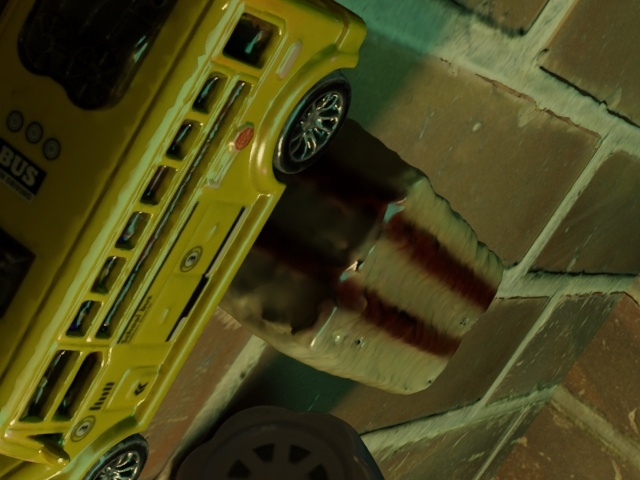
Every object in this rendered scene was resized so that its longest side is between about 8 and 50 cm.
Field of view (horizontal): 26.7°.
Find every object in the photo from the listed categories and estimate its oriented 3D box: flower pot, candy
[{"bbox_3d":[-0.033,0.289,1.252,0.265,0.265,0.243,-41,142,-29],"label":"flower pot"},{"bbox_3d":[0.000,0.000,0.899,0.135,0.179,0.321,-54,160,-1],"label":"candy"}]

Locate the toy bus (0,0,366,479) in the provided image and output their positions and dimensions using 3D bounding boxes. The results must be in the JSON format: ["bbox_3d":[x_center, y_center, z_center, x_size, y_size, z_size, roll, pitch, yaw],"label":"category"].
[{"bbox_3d":[-0.126,-0.004,0.675,0.331,0.145,0.151,-59,158,11],"label":"toy bus"}]
